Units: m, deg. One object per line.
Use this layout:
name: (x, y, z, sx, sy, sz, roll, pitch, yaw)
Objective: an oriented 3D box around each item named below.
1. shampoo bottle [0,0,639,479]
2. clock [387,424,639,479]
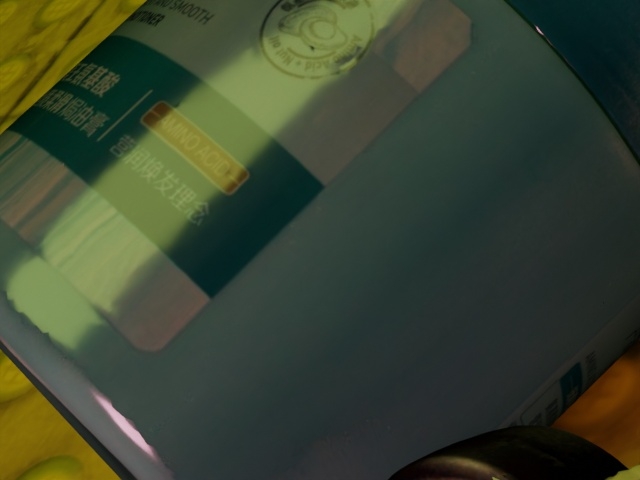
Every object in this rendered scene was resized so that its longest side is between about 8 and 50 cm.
shampoo bottle: (0.000, 0.000, 0.928, 0.343, 0.331, 0.331, -44, 32, -11)
clock: (0.147, 0.237, 0.452, 0.120, 0.379, 0.276, -16, 5, -44)
